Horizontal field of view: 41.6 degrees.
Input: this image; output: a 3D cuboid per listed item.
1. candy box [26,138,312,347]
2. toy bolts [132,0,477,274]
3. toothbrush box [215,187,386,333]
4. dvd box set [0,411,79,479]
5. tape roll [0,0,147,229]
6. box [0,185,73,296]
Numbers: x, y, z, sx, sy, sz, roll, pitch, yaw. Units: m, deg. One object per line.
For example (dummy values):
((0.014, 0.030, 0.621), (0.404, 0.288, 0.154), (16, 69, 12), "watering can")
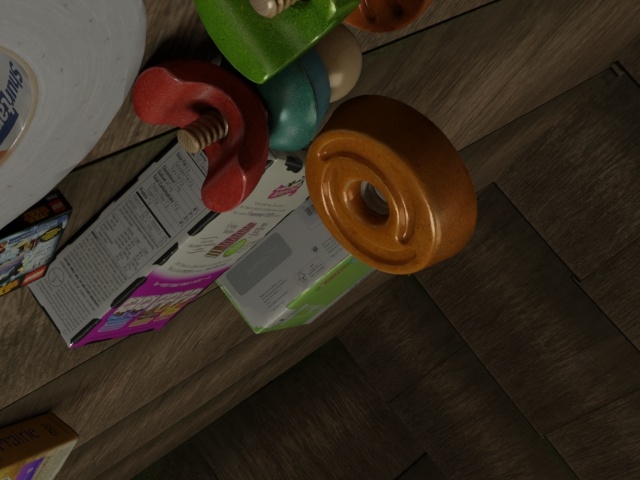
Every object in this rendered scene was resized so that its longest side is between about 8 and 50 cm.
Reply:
((-0.112, -0.013, 0.721), (0.233, 0.071, 0.159), (-40, 169, 13), "candy box")
((0.018, -0.098, 0.513), (0.158, 0.218, 0.228), (-39, -170, -33), "toy bolts")
((0.000, 0.000, 1.024), (0.206, 0.122, 0.283), (-40, 169, 7), "toothbrush box")
((-0.476, 0.364, 0.931), (0.308, 0.062, 0.420), (-56, 166, 10), "dvd box set")
((-0.175, -0.058, 0.313), (0.219, 0.072, 0.219), (-37, 169, -9), "tape roll")
((-0.236, 0.019, 0.554), (0.137, 0.027, 0.094), (-30, 168, -41), "box")
